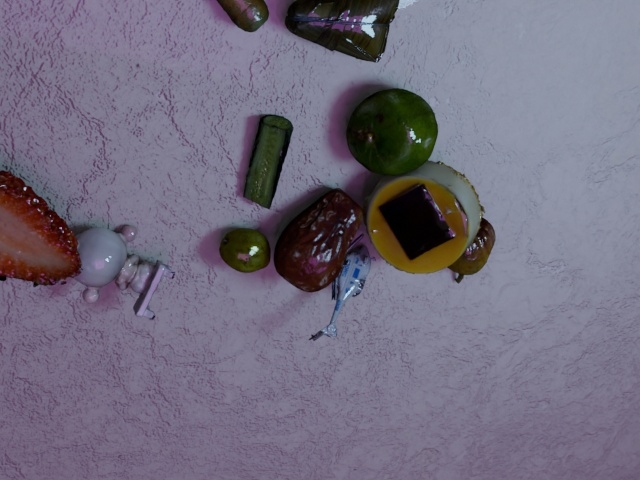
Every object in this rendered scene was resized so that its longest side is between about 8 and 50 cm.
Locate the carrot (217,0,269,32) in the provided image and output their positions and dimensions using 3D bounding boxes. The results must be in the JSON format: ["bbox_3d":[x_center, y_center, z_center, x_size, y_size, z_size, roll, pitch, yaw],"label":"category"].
[{"bbox_3d":[-0.213,-0.532,1.446,0.078,0.078,0.298,-40,119,7],"label":"carrot"}]

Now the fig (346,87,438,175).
[{"bbox_3d":[0.190,-0.267,1.715,0.235,0.203,0.203,-38,138,-46],"label":"fig"}]

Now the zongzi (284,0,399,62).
[{"bbox_3d":[0.060,-0.508,1.530,0.221,0.112,0.242,12,108,-25],"label":"zongzi"}]

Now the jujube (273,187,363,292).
[{"bbox_3d":[0.000,0.000,1.777,0.255,0.190,0.190,-50,124,-1],"label":"jujube"}]

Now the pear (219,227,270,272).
[{"bbox_3d":[-0.178,0.023,1.771,0.131,0.107,0.107,27,109,-38],"label":"pear"}]

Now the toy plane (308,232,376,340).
[{"bbox_3d":[0.066,0.126,1.857,0.107,0.273,0.182,24,137,-11],"label":"toy plane"}]

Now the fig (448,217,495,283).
[{"bbox_3d":[0.376,0.041,1.976,0.159,0.159,0.257,-18,145,-9],"label":"fig"}]

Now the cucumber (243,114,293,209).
[{"bbox_3d":[-0.119,-0.180,1.700,0.078,0.062,0.211,21,123,7],"label":"cucumber"}]

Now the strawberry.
[{"bbox_3d":[-0.640,-0.025,1.550,0.233,0.137,0.306,-38,116,22],"label":"strawberry"}]

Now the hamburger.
[{"bbox_3d":[0.242,-0.057,1.796,0.294,0.179,0.276,-32,100,24],"label":"hamburger"}]

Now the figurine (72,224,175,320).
[{"bbox_3d":[-0.469,0.065,1.674,0.257,0.144,0.182,28,111,-28],"label":"figurine"}]
